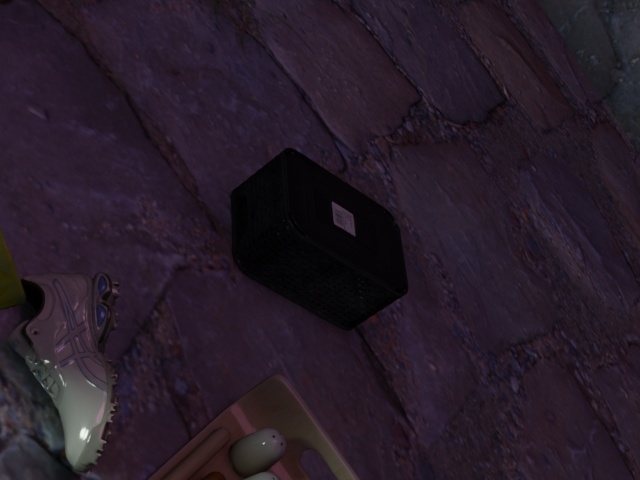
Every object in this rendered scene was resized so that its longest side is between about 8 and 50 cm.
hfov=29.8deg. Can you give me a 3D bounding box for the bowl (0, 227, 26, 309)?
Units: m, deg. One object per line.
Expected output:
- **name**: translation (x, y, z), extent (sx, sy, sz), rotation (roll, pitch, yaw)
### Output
- **bowl**: translation (-0.319, -0.063, 0.782), extent (0.156, 0.289, 0.289), rotation (-22, 75, -16)

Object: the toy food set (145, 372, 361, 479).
- **toy food set**: translation (-0.041, 0.254, 0.949), extent (0.220, 0.092, 0.306), rotation (54, 31, 0)

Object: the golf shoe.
- **golf shoe**: translation (-0.202, 0.099, 0.930), extent (0.086, 0.069, 0.176), rotation (11, 45, -24)

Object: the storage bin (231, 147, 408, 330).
- **storage bin**: translation (0.000, 0.000, 1.273), extent (0.180, 0.084, 0.122), rotation (32, 37, -35)
